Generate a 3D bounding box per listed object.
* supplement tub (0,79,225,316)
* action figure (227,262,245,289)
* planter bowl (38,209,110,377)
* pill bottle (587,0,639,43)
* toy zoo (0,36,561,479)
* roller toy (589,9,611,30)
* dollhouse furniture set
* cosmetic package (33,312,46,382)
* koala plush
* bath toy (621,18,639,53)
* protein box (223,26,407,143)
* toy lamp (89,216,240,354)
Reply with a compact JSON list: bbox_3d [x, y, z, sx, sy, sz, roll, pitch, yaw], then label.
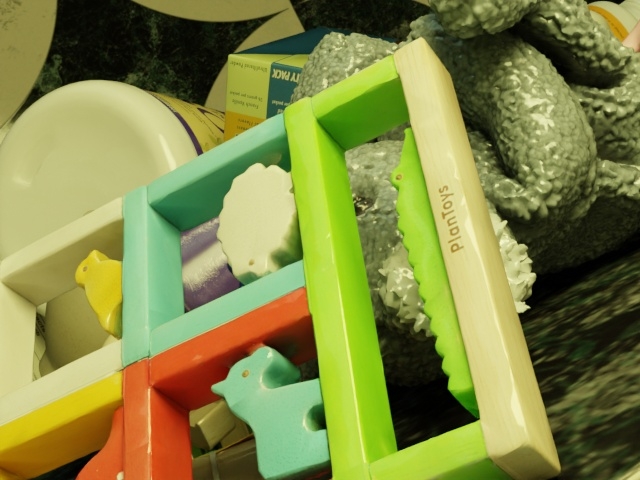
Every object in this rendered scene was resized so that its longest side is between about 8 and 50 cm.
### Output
[{"bbox_3d":[-0.163,-0.031,1.171,0.241,0.241,0.331,-25,-11,21],"label":"supplement tub"},{"bbox_3d":[-0.033,0.026,0.549,0.030,0.115,0.038,4,47,-4],"label":"action figure"},{"bbox_3d":[-0.126,0.070,0.757,0.109,0.162,0.162,-53,2,6],"label":"planter bowl"},{"bbox_3d":[0.311,-0.202,1.307,0.246,0.136,0.136,-28,5,-14],"label":"pill bottle"},{"bbox_3d":[-0.064,0.054,0.449,0.293,0.030,0.192,-26,48,20],"label":"toy zoo"},{"bbox_3d":[0.155,-0.091,0.889,0.191,0.146,0.209,-15,3,24],"label":"roller toy"},{"bbox_3d":[-0.049,0.114,0.509,0.076,0.058,0.151,-20,23,-3],"label":"dollhouse furniture set"},{"bbox_3d":[-0.375,0.160,1.025,0.113,0.160,0.309,-25,4,33],"label":"cosmetic package"},{"bbox_3d":[0.065,-0.012,0.565,0.196,0.203,0.221,-36,17,52],"label":"koala plush"},{"bbox_3d":[0.246,-0.105,0.574,0.129,0.151,0.348,-38,0,-15],"label":"bath toy"},{"bbox_3d":[0.010,-0.085,1.055,0.136,0.201,0.200,14,23,22],"label":"protein box"},{"bbox_3d":[-0.134,0.084,0.627,0.275,0.080,0.080,-40,6,-5],"label":"toy lamp"}]
